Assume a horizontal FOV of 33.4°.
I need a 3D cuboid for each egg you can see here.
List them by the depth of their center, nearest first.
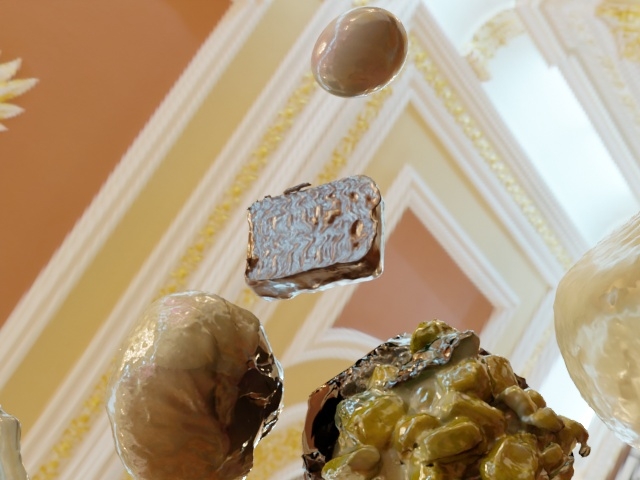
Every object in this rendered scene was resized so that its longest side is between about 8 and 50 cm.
[{"bbox_3d":[0.048,-0.229,1.299,0.135,0.103,0.103,-40,-53,-27],"label":"egg"}]

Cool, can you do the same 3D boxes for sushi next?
[{"bbox_3d":[0.140,0.253,1.347,0.327,0.329,0.285,-30,-22,-12],"label":"sushi"}]

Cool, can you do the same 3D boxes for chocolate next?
[{"bbox_3d":[0.000,0.000,1.499,0.093,0.214,0.149,47,-142,-54],"label":"chocolate"}]

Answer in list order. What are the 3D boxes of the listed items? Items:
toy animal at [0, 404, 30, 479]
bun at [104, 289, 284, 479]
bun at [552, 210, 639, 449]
[{"bbox_3d":[-0.215,0.146,0.416,0.255,0.170,0.090,-36,-31,-4],"label":"toy animal"},{"bbox_3d":[-0.147,0.196,1.348,0.272,0.168,0.273,-10,-78,-51],"label":"bun"},{"bbox_3d":[0.327,0.029,0.654,0.349,0.352,0.227,-33,-98,-13],"label":"bun"}]
